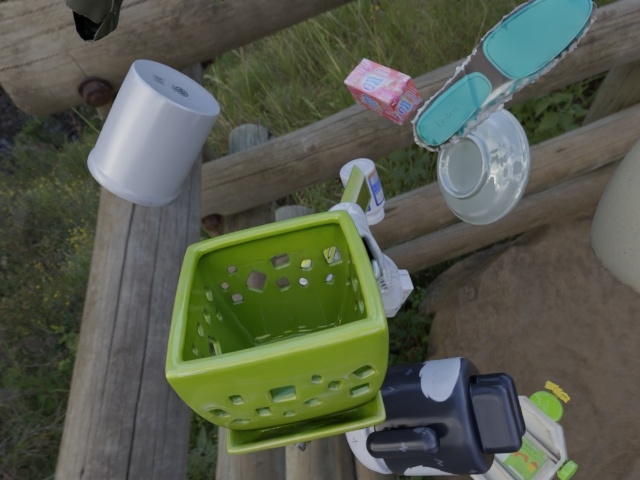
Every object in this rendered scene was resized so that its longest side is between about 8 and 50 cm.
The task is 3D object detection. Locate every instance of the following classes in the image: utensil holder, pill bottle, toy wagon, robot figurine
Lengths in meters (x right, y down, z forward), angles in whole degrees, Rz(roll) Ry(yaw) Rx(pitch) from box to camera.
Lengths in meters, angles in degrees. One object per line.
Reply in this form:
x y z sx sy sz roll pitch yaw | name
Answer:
-0.566 -0.365 1.572 0.385 0.328 0.327 -52 60 25 | utensil holder
0.192 -0.204 1.974 0.152 0.272 0.152 -14 38 11 | pill bottle
0.541 0.531 1.222 0.344 0.068 0.267 -54 47 6 | toy wagon
0.172 0.285 0.731 0.278 0.209 0.173 -16 42 27 | robot figurine

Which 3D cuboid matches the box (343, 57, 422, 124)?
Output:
0.262 -0.633 1.929 0.142 0.154 0.300 -49 51 0 | box

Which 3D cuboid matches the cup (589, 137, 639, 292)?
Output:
0.611 -0.086 0.693 0.331 0.237 0.331 -12 36 9 | cup

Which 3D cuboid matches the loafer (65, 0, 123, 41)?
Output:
-0.443 -0.476 0.898 0.094 0.251 0.087 28 67 -14 | loafer

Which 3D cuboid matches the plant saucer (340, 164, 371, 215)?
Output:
0.135 -0.143 1.640 0.045 0.188 0.188 9 63 23 | plant saucer

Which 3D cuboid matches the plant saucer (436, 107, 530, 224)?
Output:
0.502 -0.249 1.521 0.100 0.400 0.400 -5 59 -27 | plant saucer

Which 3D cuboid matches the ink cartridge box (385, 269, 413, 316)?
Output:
0.230 0.200 1.675 0.148 0.203 0.086 -1 52 -17 | ink cartridge box

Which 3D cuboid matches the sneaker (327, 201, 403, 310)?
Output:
0.078 0.053 0.771 0.090 0.232 0.115 -29 30 11 | sneaker

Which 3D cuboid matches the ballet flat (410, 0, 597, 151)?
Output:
0.365 -0.351 0.969 0.409 0.147 0.147 -38 59 27 | ballet flat

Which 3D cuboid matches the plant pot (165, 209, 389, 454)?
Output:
-0.038 0.122 0.572 0.227 0.207 0.228 -12 35 0 | plant pot

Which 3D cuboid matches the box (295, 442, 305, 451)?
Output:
-0.015 0.610 1.604 0.060 0.270 0.216 33 60 17 | box

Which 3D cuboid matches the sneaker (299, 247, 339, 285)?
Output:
0.000 0.000 1.359 0.145 0.147 0.384 -6 26 11 | sneaker
